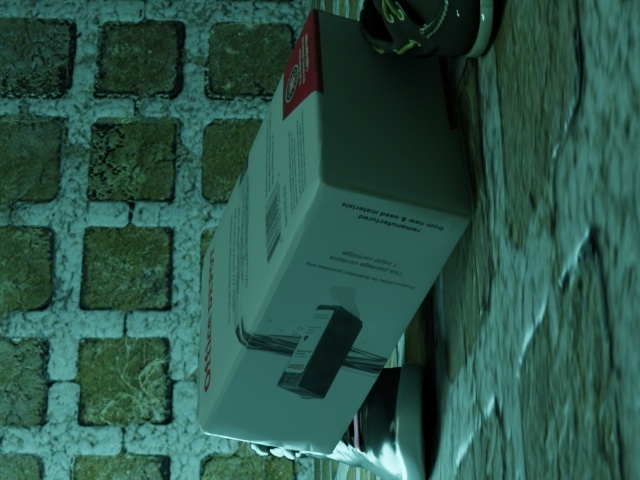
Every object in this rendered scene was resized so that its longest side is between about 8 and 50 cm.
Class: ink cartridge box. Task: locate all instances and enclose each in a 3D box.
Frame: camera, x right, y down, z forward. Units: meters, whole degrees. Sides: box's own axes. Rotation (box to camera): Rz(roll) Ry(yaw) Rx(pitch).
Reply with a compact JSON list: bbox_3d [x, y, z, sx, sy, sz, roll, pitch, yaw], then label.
[{"bbox_3d":[0.000,0.000,1.062,0.197,0.114,0.272,-93,23,-46],"label":"ink cartridge box"}]

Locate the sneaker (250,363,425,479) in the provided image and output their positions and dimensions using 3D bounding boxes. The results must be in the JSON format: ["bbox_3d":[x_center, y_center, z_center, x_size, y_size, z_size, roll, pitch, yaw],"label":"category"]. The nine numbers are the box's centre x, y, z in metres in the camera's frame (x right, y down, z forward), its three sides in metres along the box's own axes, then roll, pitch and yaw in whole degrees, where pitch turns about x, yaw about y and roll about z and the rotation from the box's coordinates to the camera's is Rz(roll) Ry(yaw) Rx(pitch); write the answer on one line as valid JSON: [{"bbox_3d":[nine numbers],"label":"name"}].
[{"bbox_3d":[0.009,0.154,1.204,0.296,0.147,0.104,138,135,-84],"label":"sneaker"}]

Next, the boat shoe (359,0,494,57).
[{"bbox_3d":[0.067,-0.156,0.923,0.228,0.069,0.081,169,103,-87],"label":"boat shoe"}]
